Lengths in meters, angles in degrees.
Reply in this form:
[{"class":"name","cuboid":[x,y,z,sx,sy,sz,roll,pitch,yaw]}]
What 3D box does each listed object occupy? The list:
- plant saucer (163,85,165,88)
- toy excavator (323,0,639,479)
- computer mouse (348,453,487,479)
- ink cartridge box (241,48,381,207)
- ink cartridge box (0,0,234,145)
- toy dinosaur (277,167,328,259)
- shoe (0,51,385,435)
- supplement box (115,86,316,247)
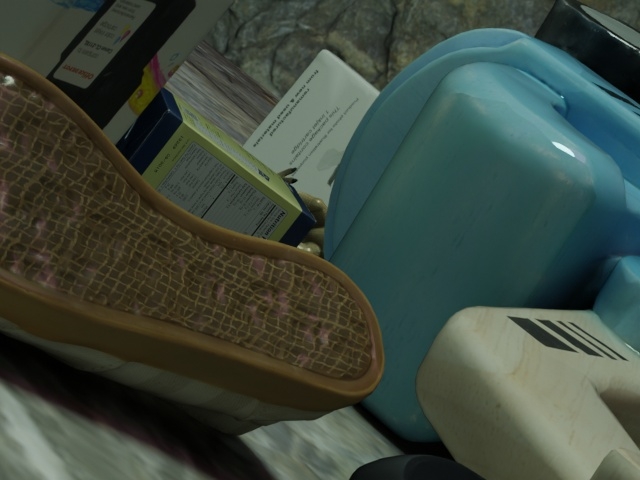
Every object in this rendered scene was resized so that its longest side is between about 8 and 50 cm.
[{"class":"plant saucer","cuboid":[-0.232,-0.227,0.863,0.333,0.081,0.332,41,7,24]},{"class":"toy excavator","cuboid":[0.111,0.051,0.797,0.433,0.222,0.445,42,20,33]},{"class":"computer mouse","cuboid":[0.089,0.154,0.490,0.242,0.041,0.071,48,23,16]},{"class":"ink cartridge box","cuboid":[0.089,0.006,1.257,0.197,0.114,0.273,35,8,-40]},{"class":"ink cartridge box","cuboid":[-0.100,-0.102,0.593,0.127,0.175,0.072,42,4,27]},{"class":"toy dinosaur","cuboid":[0.000,0.000,1.118,0.183,0.053,0.092,16,-16,43]},{"class":"shoe","cuboid":[-0.072,0.009,0.531,0.219,0.058,0.077,30,47,-38]},{"class":"supplement box","cuboid":[-0.055,-0.020,0.821,0.083,0.056,0.083,37,6,-14]}]
